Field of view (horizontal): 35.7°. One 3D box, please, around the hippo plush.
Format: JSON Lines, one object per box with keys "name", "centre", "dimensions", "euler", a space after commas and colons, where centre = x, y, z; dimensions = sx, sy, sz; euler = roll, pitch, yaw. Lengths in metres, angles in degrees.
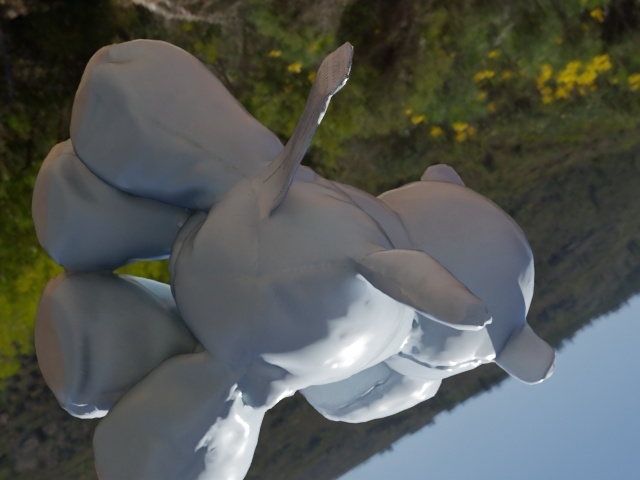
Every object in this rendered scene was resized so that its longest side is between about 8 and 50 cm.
{"name": "hippo plush", "centre": [0.000, 0.000, 0.552], "dimensions": [0.236, 0.234, 0.294], "euler": [-5, 152, -46]}
